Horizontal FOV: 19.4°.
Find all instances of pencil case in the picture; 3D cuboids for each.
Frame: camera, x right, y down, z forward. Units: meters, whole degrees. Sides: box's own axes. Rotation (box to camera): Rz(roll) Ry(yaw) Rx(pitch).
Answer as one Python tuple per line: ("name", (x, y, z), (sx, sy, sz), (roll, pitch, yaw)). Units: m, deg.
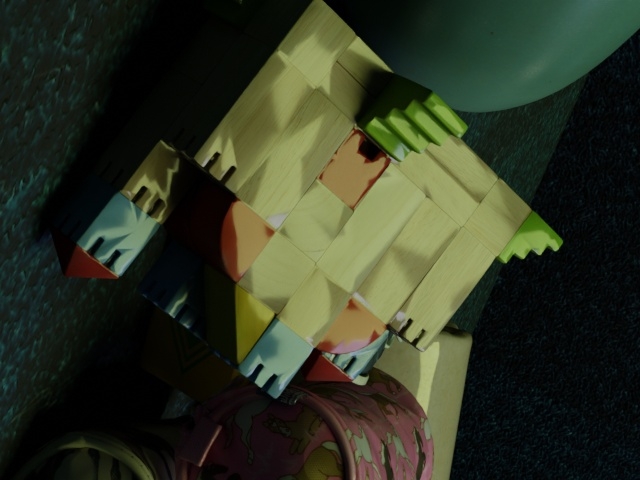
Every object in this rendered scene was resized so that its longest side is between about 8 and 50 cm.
("pencil case", (-0.004, 0.196, 1.689), (0.386, 0.160, 0.167), (9, 69, -76))
("pencil case", (-0.153, 0.255, 1.703), (0.410, 0.160, 0.183), (9, 84, -77))

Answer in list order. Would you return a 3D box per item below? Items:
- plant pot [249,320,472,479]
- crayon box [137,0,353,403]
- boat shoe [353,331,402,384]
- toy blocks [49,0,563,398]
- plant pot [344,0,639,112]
("plant pot", (0.022, 0.214, 2.047), (0.334, 0.334, 0.305), (-2, 109, -75))
("crayon box", (-0.007, -0.061, 1.732), (0.363, 0.106, 0.313), (-44, 160, -48))
("boat shoe", (0.030, 0.079, 1.730), (0.079, 0.095, 0.254), (-58, 169, 7))
("toy blocks", (-0.021, -0.010, 1.406), (0.261, 0.191, 0.381), (-53, 129, -4))
("plant pot", (0.152, -0.251, 1.587), (0.293, 0.293, 0.235), (-47, 175, -47))
